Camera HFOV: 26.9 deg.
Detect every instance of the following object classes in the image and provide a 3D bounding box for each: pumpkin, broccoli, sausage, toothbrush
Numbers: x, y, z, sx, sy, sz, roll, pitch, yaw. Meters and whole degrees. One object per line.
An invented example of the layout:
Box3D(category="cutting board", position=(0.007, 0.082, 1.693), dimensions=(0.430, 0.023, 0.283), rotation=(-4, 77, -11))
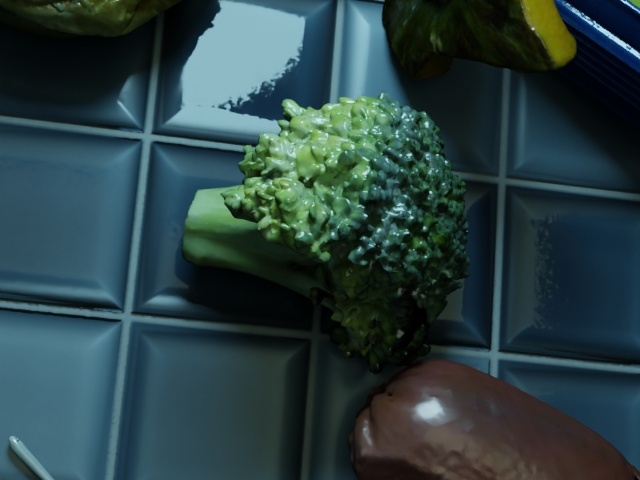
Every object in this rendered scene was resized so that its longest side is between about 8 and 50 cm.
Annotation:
Box3D(category="pumpkin", position=(0.132, -0.271, 1.192), dimensions=(0.095, 0.290, 0.258), rotation=(5, 92, -22))
Box3D(category="broccoli", position=(0.000, 0.000, 1.130), dimensions=(0.243, 0.263, 0.247), rotation=(2, 108, 19))
Box3D(category="sausage", position=(0.156, 0.204, 1.118), dimensions=(0.279, 0.152, 0.152), rotation=(30, 74, -2))
Box3D(category="toothbrush", position=(-0.210, 0.228, 1.121), dimensions=(0.017, 0.014, 0.162), rotation=(-42, 87, -2))

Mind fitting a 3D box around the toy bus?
Box3D(category="toy bus", position=(0.335, -0.186, 1.199), dimensions=(0.175, 0.138, 0.287), rotation=(-38, 63, -21))

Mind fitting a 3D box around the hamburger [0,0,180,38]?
Box3D(category="hamburger", position=(-0.194, -0.284, 1.185), dimensions=(0.309, 0.132, 0.211), rotation=(-39, 84, -17))
